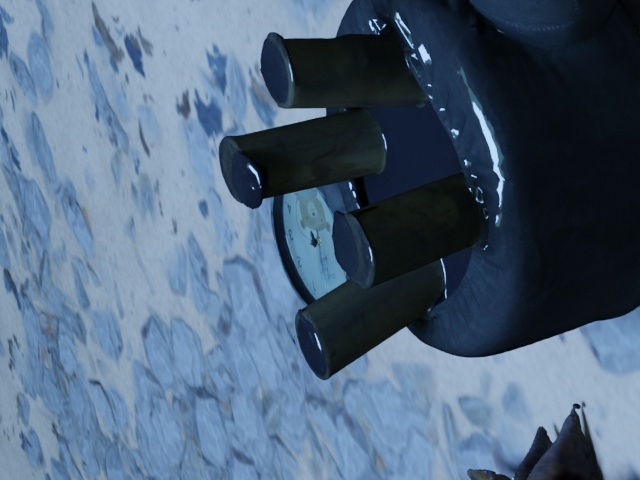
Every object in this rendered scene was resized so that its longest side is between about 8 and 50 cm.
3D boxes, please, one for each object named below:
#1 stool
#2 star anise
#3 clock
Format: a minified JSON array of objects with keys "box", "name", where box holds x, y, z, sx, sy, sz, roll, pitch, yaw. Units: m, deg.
[{"box":[0.046,-0.051,0.760,0.153,0.139,0.228,36,137,56],"name":"stool"},{"box":[0.096,0.129,0.868,0.129,0.056,0.124,36,111,59],"name":"star anise"},{"box":[0.000,0.000,1.025,0.085,0.017,0.085,42,141,48],"name":"clock"}]
